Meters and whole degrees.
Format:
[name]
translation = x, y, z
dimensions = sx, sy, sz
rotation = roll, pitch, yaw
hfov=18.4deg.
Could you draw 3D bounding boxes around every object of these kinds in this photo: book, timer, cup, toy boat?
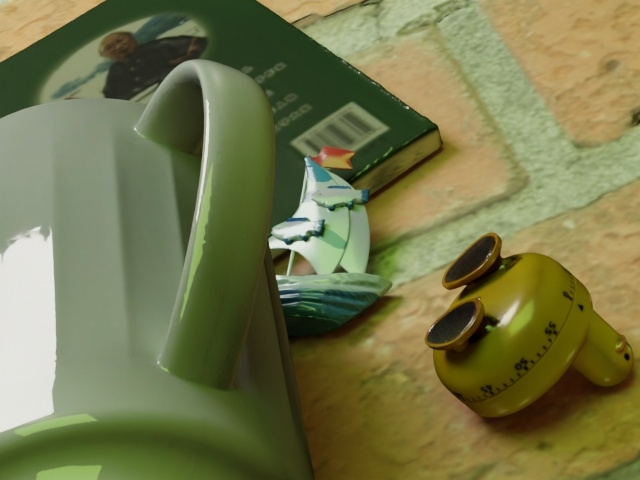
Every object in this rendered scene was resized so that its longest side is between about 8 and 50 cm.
[book]
translation = -0.112, -0.087, 1.522
dimensions = 0.260, 0.043, 0.371
rotation = -33, 41, -15
[timer]
translation = 0.126, 0.063, 1.214
dimensions = 0.107, 0.109, 0.107
rotation = -42, 21, 20
[cup]
translation = -0.109, 0.071, 1.139
dimensions = 0.323, 0.237, 0.327
rotation = -57, 25, 29
[toy boat]
translation = 0.007, 0.007, 1.352
dimensions = 0.105, 0.034, 0.149
rotation = 21, 59, 24
